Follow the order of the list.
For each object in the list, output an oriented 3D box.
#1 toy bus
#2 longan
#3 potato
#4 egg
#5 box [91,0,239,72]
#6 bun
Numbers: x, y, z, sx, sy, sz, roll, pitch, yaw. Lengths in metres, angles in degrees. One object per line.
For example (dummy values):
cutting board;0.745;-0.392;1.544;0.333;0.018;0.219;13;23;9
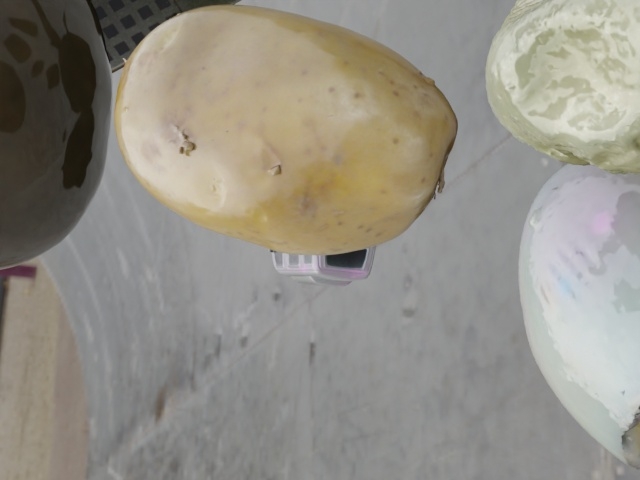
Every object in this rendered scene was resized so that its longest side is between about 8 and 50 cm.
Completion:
toy bus;0.000;0.000;0.766;0.123;0.060;0.075;175;100;-69
longan;-0.269;-0.105;0.647;0.258;0.258;0.258;-172;90;-68
potato;-0.022;-0.055;0.476;0.109;0.178;0.118;-59;-21;-46
egg;0.393;0.042;1.118;0.340;0.354;0.354;55;135;38
box;-0.212;-0.261;0.904;0.180;0.325;0.047;59;-177;-35
bun;0.333;-0.205;0.868;0.352;0.227;0.349;-45;12;-6
